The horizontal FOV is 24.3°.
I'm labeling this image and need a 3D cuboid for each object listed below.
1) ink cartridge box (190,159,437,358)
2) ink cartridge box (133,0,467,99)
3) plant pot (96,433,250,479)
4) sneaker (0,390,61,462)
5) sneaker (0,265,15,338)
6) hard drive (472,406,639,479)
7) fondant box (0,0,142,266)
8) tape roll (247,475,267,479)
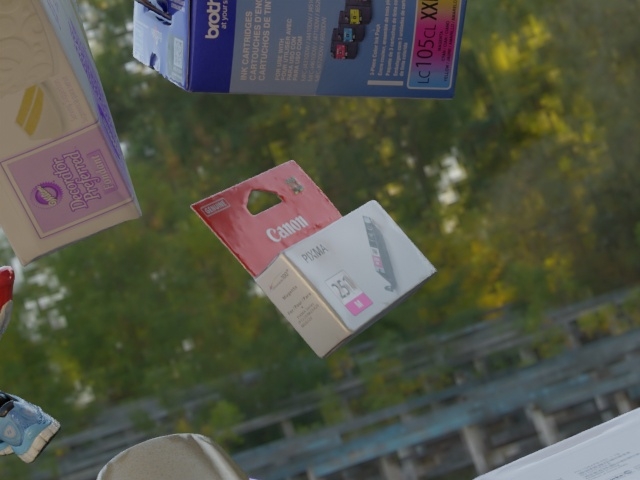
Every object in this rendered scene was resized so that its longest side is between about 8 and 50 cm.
[{"bbox_3d":[0.000,0.000,1.808,0.060,0.239,0.275,-44,-7,29],"label":"ink cartridge box"},{"bbox_3d":[-0.062,-0.262,1.757,0.395,0.151,0.270,-2,16,-20],"label":"ink cartridge box"},{"bbox_3d":[-0.113,0.324,1.359,0.256,0.274,0.256,-15,-33,-10],"label":"plant pot"},{"bbox_3d":[-0.320,0.176,1.511,0.063,0.073,0.162,-52,21,-22],"label":"sneaker"},{"bbox_3d":[-0.422,0.000,1.562,0.107,0.279,0.118,-22,-39,-59],"label":"sneaker"},{"bbox_3d":[0.310,0.245,1.313,0.233,0.047,0.353,-19,15,-18],"label":"hard drive"},{"bbox_3d":[-0.234,-0.178,1.044,0.096,0.330,0.238,-21,-49,-1],"label":"fondant box"},{"bbox_3d":[-0.085,0.390,1.837,0.080,0.189,0.189,11,0,18],"label":"tape roll"}]
